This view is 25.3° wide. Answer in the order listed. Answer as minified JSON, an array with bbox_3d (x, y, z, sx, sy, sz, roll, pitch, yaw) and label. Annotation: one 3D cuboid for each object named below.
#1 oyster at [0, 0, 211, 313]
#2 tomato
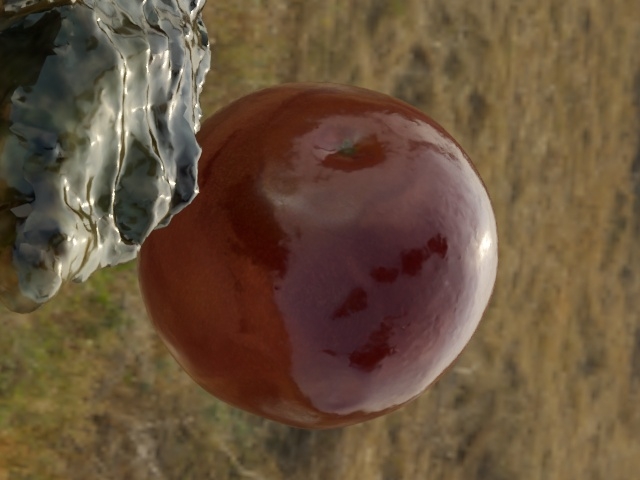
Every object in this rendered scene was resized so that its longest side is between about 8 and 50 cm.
[{"bbox_3d":[-0.134,-0.137,0.507,0.096,0.221,0.361,116,-20,-45],"label":"oyster"},{"bbox_3d":[0.000,0.000,0.734,0.136,0.195,0.195,103,11,-46],"label":"tomato"}]
